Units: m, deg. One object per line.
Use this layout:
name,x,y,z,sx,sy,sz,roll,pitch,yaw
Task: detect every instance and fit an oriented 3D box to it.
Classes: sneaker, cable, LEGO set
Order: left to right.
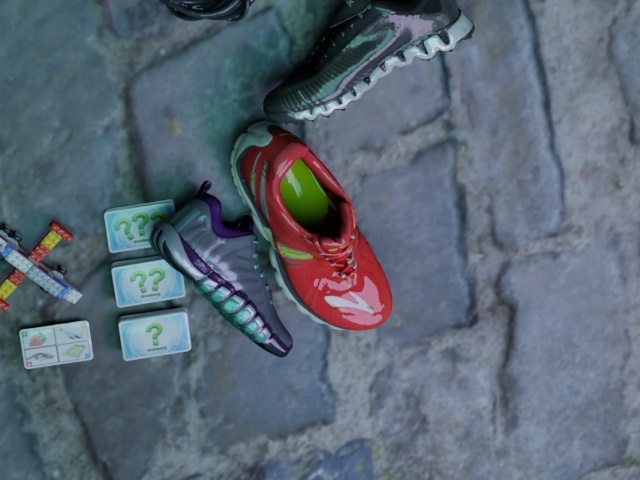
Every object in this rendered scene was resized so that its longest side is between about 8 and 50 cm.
LEGO set,-0.265,0.061,2.041,0.244,0.060,0.182,-8,115,-7
cable,-0.113,-0.301,1.891,0.151,0.047,0.184,-28,117,-2
sneaker,-0.081,0.035,2.054,0.098,0.083,0.223,-49,126,-7
sneaker,0.000,0.000,2.012,0.107,0.118,0.279,-43,121,-14
sneaker,0.035,-0.206,1.952,0.234,0.078,0.106,-28,117,-1
